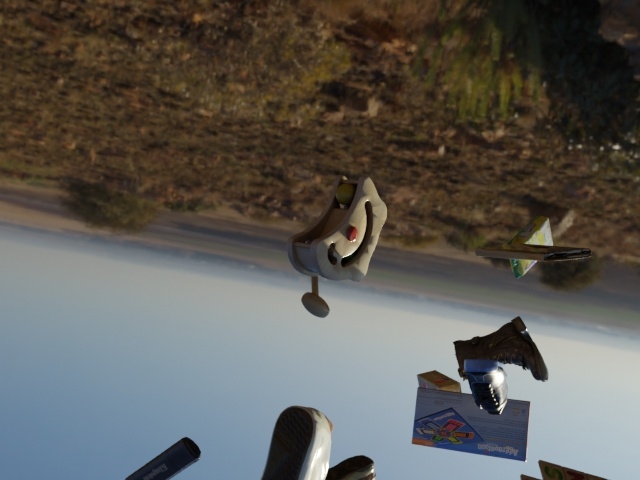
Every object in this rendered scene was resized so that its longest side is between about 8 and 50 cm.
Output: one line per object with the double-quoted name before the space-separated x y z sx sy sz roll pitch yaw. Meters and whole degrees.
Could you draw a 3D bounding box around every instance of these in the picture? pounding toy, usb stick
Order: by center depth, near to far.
"pounding toy" 0.000 0.000 1.373 0.155 0.269 0.154 8 161 44
"usb stick" -0.446 0.642 2.011 0.077 0.278 0.045 51 -159 -4

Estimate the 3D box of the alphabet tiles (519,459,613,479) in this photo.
"alphabet tiles" 0.584 0.593 1.477 0.343 0.011 0.285 18 -150 -7

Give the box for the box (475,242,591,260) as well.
"box" 0.482 0.027 1.634 0.164 0.021 0.201 -5 -174 -34

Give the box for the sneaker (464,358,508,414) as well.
"sneaker" 0.368 0.321 1.567 0.081 0.090 0.232 -4 156 26

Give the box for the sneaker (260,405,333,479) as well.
"sneaker" -0.045 0.403 1.108 0.106 0.290 0.123 19 173 30

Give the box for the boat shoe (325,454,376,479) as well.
"boat shoe" 0.029 0.790 2.257 0.324 0.119 0.122 -16 -169 -10

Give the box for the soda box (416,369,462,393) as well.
"soda box" 0.329 0.409 1.982 0.061 0.058 0.181 -11 -176 -12

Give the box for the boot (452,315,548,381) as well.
"boot" 0.498 0.340 2.013 0.229 0.091 0.263 -27 -151 10

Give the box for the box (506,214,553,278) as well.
"box" 0.597 0.020 2.060 0.043 0.179 0.105 17 137 46

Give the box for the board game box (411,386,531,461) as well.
"board game box" 0.373 0.455 1.784 0.281 0.145 0.027 3 166 22
